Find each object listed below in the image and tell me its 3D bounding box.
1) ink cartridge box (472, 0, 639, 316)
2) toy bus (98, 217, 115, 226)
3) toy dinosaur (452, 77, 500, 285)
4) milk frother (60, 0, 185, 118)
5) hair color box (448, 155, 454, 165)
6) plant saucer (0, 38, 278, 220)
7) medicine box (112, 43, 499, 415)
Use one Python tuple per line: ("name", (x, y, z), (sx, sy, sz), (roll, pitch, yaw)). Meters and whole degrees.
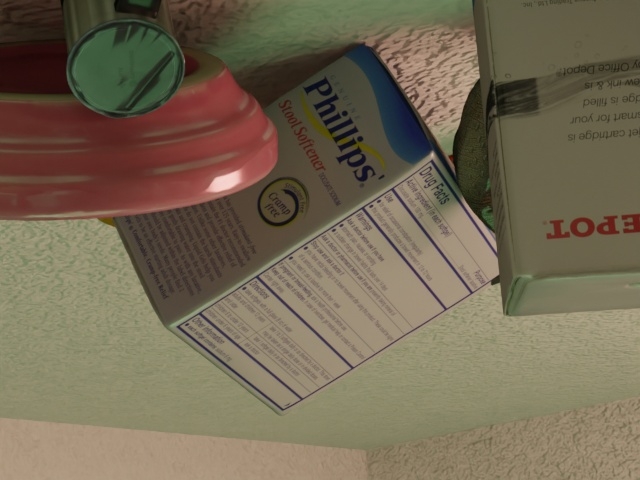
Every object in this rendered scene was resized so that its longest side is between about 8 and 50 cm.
("ink cartridge box", (0.230, -0.110, 1.139), (0.223, 0.307, 0.129), (-4, 164, 1))
("toy bus", (-0.089, -0.054, 1.630), (0.130, 0.108, 0.332), (-20, 158, 38))
("toy dinosaur", (0.174, -0.105, 1.387), (0.160, 0.121, 0.313), (-2, 132, -37))
("milk frother", (-0.176, -0.174, 1.122), (0.143, 0.135, 0.129), (-7, 131, -9))
("hair color box", (0.203, -0.080, 1.729), (0.141, 0.043, 0.072), (-17, 160, 41))
("plant saucer", (-0.199, -0.100, 1.260), (0.332, 0.084, 0.332), (1, -162, 0))
("medicine box", (0.000, 0.000, 1.503), (0.289, 0.149, 0.263), (-33, 148, 6))
